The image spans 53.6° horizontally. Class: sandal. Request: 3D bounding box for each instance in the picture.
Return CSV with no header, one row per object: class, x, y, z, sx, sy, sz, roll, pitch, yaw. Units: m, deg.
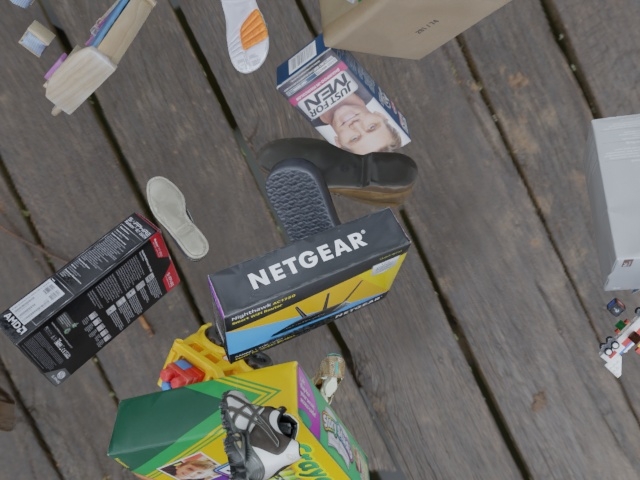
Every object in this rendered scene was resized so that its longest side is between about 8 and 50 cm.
sandal,-0.174,-0.519,1.519,0.102,0.076,0.265,-15,78,12
sandal,0.001,0.000,0.845,0.097,0.054,0.254,-3,125,15

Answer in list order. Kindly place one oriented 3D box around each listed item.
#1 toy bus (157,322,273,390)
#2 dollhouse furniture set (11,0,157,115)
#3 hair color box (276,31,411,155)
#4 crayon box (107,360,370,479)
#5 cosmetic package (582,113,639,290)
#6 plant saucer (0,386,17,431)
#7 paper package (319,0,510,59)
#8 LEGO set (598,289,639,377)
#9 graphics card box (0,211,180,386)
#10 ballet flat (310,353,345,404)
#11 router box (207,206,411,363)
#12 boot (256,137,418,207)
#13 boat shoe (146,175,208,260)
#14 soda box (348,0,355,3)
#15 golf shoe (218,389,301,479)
toy bus,-0.222,0.287,1.293,0.220,0.211,0.149,30,104,19
dollhouse furniture set,-0.464,-0.360,0.969,0.286,0.198,0.303,-27,126,36
hair color box,0.064,-0.345,1.614,0.174,0.105,0.347,-31,129,25
crayon box,-0.115,0.365,1.070,0.313,0.106,0.363,-14,136,15
cosmetic package,0.461,-0.056,0.941,0.107,0.127,0.238,-7,65,12
plant saucer,-0.601,0.215,1.012,0.278,0.278,0.041,34,72,-1
paper package,0.200,-0.543,1.376,0.310,0.325,0.168,-6,82,-35
LEGO set,0.513,0.100,0.952,0.060,0.244,0.182,41,59,3
graphics card box,-0.499,0.131,1.411,0.094,0.232,0.371,35,64,21
ballet flat,0.008,0.347,1.496,0.073,0.067,0.206,6,136,-9
router box,-0.013,0.046,0.600,0.179,0.133,0.046,-21,66,-15
boot,0.027,-0.118,1.223,0.305,0.115,0.112,10,64,4
boat shoe,-0.311,-0.041,1.357,0.075,0.065,0.206,-30,81,-23
soda box,-0.011,-0.533,1.167,0.216,0.069,0.074,29,75,-2
golf shoe,-0.074,0.238,0.784,0.094,0.198,0.077,-14,105,-10
